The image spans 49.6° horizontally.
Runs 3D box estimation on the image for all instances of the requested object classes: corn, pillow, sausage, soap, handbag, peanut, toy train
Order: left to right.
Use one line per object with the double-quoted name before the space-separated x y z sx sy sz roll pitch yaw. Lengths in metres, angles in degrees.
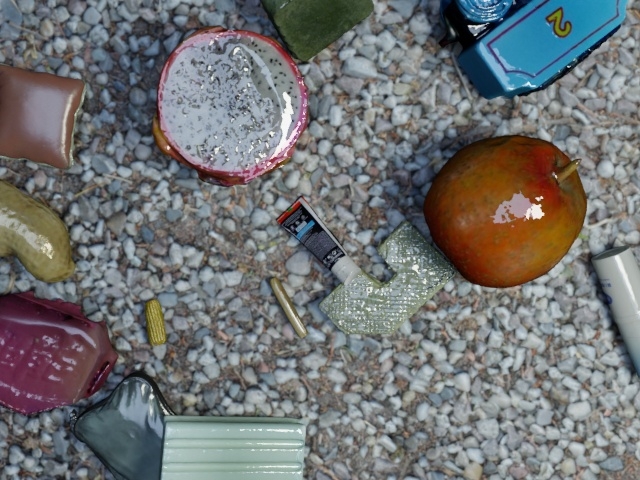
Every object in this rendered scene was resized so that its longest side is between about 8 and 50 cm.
"peanut" -0.573 -0.020 1.314 0.253 0.122 0.137 33 103 -5
"soap" -0.559 0.213 1.323 0.324 0.127 0.220 21 96 -1
"pillow" -0.542 -0.234 1.320 0.171 0.075 0.179 11 96 -5
"handbag" -0.330 0.418 1.360 0.191 0.075 0.332 -40 95 6
"corn" -0.324 0.162 1.359 0.037 0.037 0.092 -8 90 2
"soap" -0.167 0.417 1.305 0.265 0.087 0.160 4 86 -15
"sausage" -0.064 0.131 1.357 0.024 0.024 0.132 -29 93 3
"toy train" 0.371 -0.409 1.241 0.300 0.188 0.265 -37 97 2

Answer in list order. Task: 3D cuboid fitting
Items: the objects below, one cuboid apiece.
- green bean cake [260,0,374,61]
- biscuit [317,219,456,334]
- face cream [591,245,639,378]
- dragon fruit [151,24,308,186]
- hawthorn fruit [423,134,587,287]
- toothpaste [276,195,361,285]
"green bean cake" -0.008 -0.434 1.240 0.183 0.185 0.094 -34 74 5
"biscuit" 0.127 0.091 1.340 0.250 0.046 0.147 -43 92 3
"face cream" 0.597 0.138 1.317 0.077 0.077 0.250 -23 91 2
"dragon fruit" -0.155 -0.240 1.267 0.290 0.189 0.291 -1 98 -6
"hawthorn fruit" 0.340 -0.063 1.196 0.276 0.298 0.277 17 56 -26
"toothpaste" 0.000 0.000 1.326 0.071 0.045 0.193 -45 70 3
